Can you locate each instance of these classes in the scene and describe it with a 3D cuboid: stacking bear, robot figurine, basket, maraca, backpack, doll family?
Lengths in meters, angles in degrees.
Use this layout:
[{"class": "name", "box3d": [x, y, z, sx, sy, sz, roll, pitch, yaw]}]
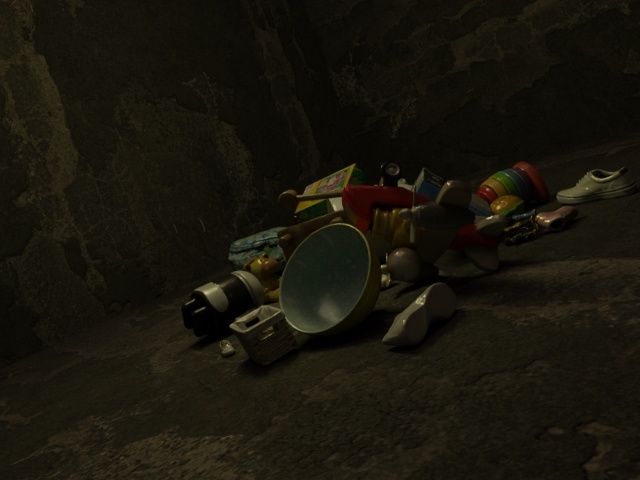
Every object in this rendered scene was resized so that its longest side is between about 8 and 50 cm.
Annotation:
[{"class": "stacking bear", "box3d": [0.629, -0.150, 2.072, 0.289, 0.164, 0.175, -27, 8, -14]}, {"class": "robot figurine", "box3d": [-0.316, 0.211, 1.926, 0.278, 0.209, 0.173, -26, -13, -36]}, {"class": "basket", "box3d": [-0.141, 0.236, 1.452, 0.113, 0.103, 0.167, -29, 8, -19]}, {"class": "maraca", "box3d": [0.593, -0.090, 1.874, 0.127, 0.099, 0.185, -35, -4, 30]}, {"class": "backpack", "box3d": [-0.238, 0.064, 2.656, 0.355, 0.273, 0.290, -32, 12, 10]}, {"class": "doll family", "box3d": [0.573, -0.040, 1.703, 0.111, 0.076, 0.193, -22, 0, 29]}]

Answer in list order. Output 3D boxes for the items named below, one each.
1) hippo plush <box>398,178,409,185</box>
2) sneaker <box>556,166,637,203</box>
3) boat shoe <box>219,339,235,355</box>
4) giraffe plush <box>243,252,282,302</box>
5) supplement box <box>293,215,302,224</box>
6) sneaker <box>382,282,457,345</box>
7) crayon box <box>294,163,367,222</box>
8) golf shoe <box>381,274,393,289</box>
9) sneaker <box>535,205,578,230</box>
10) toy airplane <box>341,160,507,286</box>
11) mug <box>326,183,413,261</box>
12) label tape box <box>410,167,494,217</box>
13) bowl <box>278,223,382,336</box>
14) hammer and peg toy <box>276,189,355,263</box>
[{"class": "hippo plush", "box3d": [0.279, -0.107, 2.390, 0.234, 0.237, 0.294, -20, 0, 2]}, {"class": "sneaker", "box3d": [0.853, -0.175, 1.823, 0.094, 0.091, 0.258, -25, 8, -34]}, {"class": "boat shoe", "box3d": [-0.264, 0.298, 1.634, 0.035, 0.035, 0.100, -22, 7, -15]}, {"class": "giraffe plush", "box3d": [-0.190, 0.134, 2.134, 0.210, 0.170, 0.181, -20, 7, 9]}, {"class": "supplement box", "box3d": [-0.009, -0.013, 2.458, 0.130, 0.239, 0.073, -19, 6, 7]}, {"class": "sneaker", "box3d": [0.206, 0.157, 1.236, 0.212, 0.080, 0.094, -28, -1, -42]}, {"class": "crayon box", "box3d": [0.039, -0.178, 2.294, 0.278, 0.081, 0.165, -21, 35, 40]}, {"class": "golf shoe", "box3d": [0.131, 0.113, 1.719, 0.176, 0.086, 0.069, -17, 6, 15]}, {"class": "sneaker", "box3d": [0.678, -0.058, 1.633, 0.134, 0.051, 0.070, -11, 23, -14]}, {"class": "toy airplane", "box3d": [0.267, -0.003, 1.472, 0.384, 0.386, 0.272, -1, 52, 45]}, {"class": "mug", "box3d": [0.219, -0.045, 2.113, 0.328, 0.276, 0.374, -16, -24, -4]}, {"class": "label tape box", "box3d": [0.401, -0.098, 1.802, 0.115, 0.249, 0.348, -62, -1, 17]}, {"class": "bowl", "box3d": [0.052, 0.119, 1.467, 0.289, 0.289, 0.156, -15, -34, 37]}, {"class": "hammer and peg toy", "box3d": [0.000, 0.000, 1.832, 0.266, 0.361, 0.127, -17, 8, 21]}]
